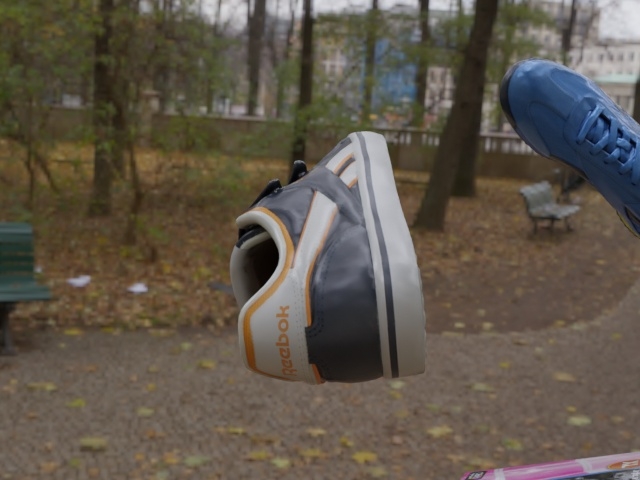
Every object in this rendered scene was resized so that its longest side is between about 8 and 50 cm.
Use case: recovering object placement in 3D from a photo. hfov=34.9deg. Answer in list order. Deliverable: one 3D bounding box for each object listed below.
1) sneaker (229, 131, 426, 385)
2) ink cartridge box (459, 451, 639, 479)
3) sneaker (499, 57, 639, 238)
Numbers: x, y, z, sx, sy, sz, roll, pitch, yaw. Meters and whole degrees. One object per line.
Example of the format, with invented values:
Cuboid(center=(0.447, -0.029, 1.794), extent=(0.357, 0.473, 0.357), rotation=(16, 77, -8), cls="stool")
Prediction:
Cuboid(center=(0.000, 0.000, 0.760), extent=(0.128, 0.126, 0.321), rotation=(-7, 19, 2), cls="sneaker")
Cuboid(center=(0.306, 0.253, 0.990), extent=(0.371, 0.069, 0.176), rotation=(-9, -3, 19), cls="ink cartridge box")
Cuboid(center=(0.226, -0.065, 0.760), extent=(0.209, 0.069, 0.082), rotation=(38, -5, -18), cls="sneaker")
